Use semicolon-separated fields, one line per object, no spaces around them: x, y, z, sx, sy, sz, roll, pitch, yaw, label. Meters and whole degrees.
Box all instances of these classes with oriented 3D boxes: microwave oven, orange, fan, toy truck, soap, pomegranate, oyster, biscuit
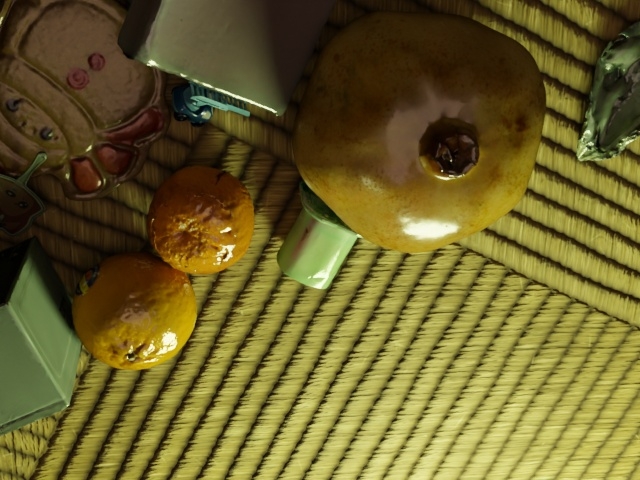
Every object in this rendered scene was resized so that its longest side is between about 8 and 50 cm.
-0.534;0.161;1.689;0.181;0.295;0.237;-24;112;3;microwave oven
-0.328;0.126;1.766;0.219;0.193;0.219;-12;123;-19;orange
-0.524;-0.085;1.703;0.132;0.009;0.220;32;128;-26;fan
-0.190;-0.231;1.706;0.074;0.063;0.136;-23;158;35;toy truck
-0.134;-0.373;1.576;0.296;0.107;0.285;19;102;-37;soap
-0.204;-0.036;1.733;0.193;0.161;0.193;2;113;5;orange
0.162;-0.183;1.607;0.417;0.416;0.416;-3;111;-7;pomegranate
0.560;-0.267;1.783;0.199;0.087;0.252;-4;104;4;oyster
-0.438;-0.236;1.678;0.381;0.074;0.359;-42;108;6;biscuit

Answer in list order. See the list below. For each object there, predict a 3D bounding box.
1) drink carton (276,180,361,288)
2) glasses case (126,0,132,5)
0.000;0.000;1.787;0.146;0.144;0.142;24;112;-15;drink carton
-0.262;-0.353;1.648;0.042;0.072;0.190;-37;111;0;glasses case
